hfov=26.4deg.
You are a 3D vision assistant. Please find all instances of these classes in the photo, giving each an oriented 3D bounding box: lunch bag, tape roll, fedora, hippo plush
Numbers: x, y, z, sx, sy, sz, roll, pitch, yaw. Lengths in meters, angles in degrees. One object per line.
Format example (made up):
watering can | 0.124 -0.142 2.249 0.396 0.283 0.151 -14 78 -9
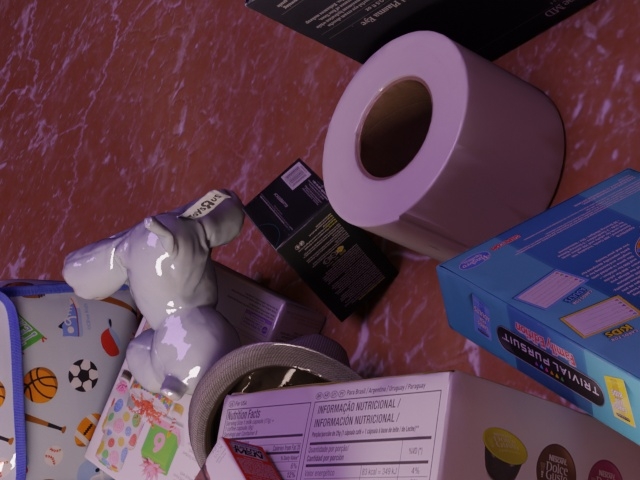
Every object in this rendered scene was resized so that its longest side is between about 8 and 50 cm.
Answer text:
lunch bag | -0.456 0.220 1.973 0.239 0.385 0.328 -6 86 52
tape roll | 0.143 -0.105 1.619 0.246 0.169 0.246 -27 53 42
fedora | -0.033 0.208 1.675 0.124 0.243 0.275 -71 5 -59
hippo plush | -0.161 0.075 1.754 0.294 0.234 0.237 -20 94 51

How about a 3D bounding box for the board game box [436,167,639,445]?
board game box | 0.309 0.058 1.264 0.336 0.253 0.079 32 143 54

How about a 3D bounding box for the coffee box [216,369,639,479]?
coffee box | 0.109 0.328 1.288 0.338 0.337 0.334 -14 61 50

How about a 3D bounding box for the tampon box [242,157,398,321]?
tampon box | 0.000 0.000 1.738 0.101 0.161 0.120 -41 39 -1

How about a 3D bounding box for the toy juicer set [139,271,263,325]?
toy juicer set | -0.229 0.131 2.045 0.329 0.089 0.209 2 74 52

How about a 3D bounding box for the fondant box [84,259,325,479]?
fondant box | -0.163 0.204 1.875 0.238 0.096 0.330 25 91 41

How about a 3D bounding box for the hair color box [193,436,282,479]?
hair color box | -0.064 0.263 1.212 0.093 0.053 0.167 -59 34 14

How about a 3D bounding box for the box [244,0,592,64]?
box | 0.133 -0.366 1.647 0.343 0.312 0.179 -27 52 42
